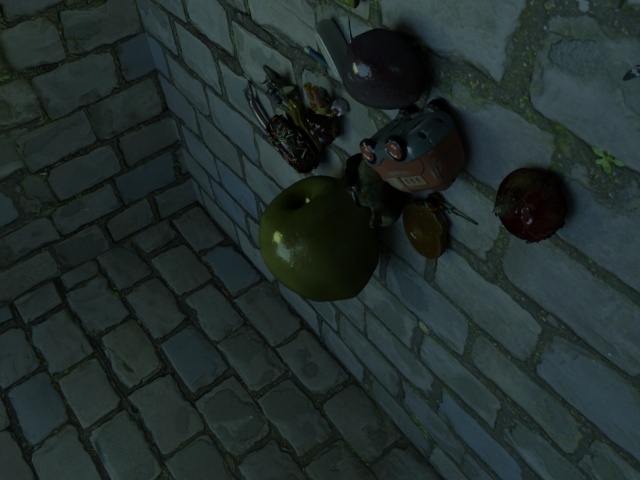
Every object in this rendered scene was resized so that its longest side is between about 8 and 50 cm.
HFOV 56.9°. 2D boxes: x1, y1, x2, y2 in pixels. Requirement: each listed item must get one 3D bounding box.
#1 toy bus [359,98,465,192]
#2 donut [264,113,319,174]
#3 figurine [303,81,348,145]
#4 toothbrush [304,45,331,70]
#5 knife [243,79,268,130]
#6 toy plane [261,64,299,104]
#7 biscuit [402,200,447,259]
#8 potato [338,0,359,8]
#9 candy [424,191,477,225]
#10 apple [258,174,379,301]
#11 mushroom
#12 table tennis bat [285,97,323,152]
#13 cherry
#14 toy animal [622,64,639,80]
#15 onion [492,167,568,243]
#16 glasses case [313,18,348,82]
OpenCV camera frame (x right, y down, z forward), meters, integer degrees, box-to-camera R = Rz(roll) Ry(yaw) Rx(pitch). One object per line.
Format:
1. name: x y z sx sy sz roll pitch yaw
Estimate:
1. toy bus: 0.264 -0.236 1.607 0.232 0.194 0.287 52 162 -19
2. donut: -0.112 -0.364 2.266 0.270 0.103 0.270 51 179 1
3. figurine: 0.004 -0.429 1.997 0.174 0.115 0.240 41 153 37
4. toothbrush: 0.033 -0.557 1.892 0.276 0.025 0.019 47 151 32
5. knife: -0.261 -0.541 2.538 0.278 0.053 0.123 60 165 -1
6. toy plane: -0.173 -0.582 2.230 0.262 0.088 0.192 47 -176 36
7. biscuit: 0.338 -0.038 1.881 0.181 0.049 0.208 39 150 42
8. potato: 0.046 -0.712 1.599 0.198 0.054 0.119 46 156 19
9. candy: 0.383 -0.087 1.735 0.184 0.056 0.049 32 -168 33
10. apple: 0.000 0.000 2.172 0.473 0.473 0.474 47 157 28
11. mushroom: 0.184 -0.151 1.832 0.344 0.130 0.248 45 -142 -58
12. table tennis bat: -0.069 -0.428 2.167 0.198 0.050 0.321 48 176 17
13. cherry: 0.154 -0.443 1.541 0.266 0.183 0.213 41 171 9
14. toy animal: 0.565 -0.298 1.028 0.084 0.028 0.050 25 150 54
15. onion: 0.475 -0.077 1.383 0.184 0.147 0.184 164 90 -70
16. glasses case: 0.046 -0.567 1.766 0.193 0.074 0.049 61 159 -10
